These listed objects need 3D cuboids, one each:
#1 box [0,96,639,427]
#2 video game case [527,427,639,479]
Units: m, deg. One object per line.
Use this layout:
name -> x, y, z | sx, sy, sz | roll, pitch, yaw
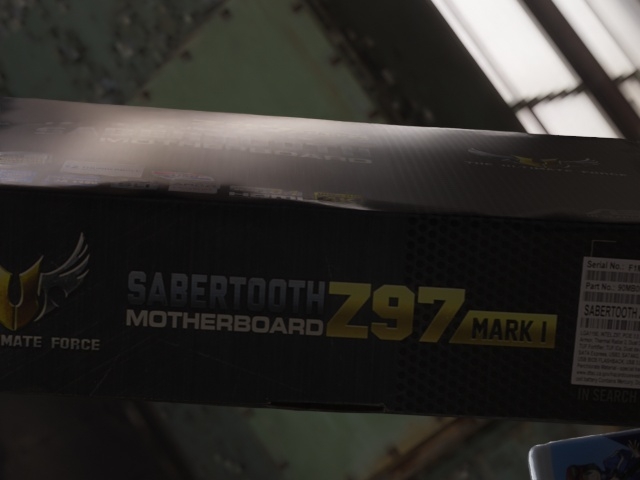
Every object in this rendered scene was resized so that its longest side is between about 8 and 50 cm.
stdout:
box -> 0.000, 0.000, 0.531 | 0.233, 0.059, 0.183 | 4, 10, -2
video game case -> 0.178, 0.155, 0.599 | 0.183, 0.201, 0.023 | -9, -18, 2
